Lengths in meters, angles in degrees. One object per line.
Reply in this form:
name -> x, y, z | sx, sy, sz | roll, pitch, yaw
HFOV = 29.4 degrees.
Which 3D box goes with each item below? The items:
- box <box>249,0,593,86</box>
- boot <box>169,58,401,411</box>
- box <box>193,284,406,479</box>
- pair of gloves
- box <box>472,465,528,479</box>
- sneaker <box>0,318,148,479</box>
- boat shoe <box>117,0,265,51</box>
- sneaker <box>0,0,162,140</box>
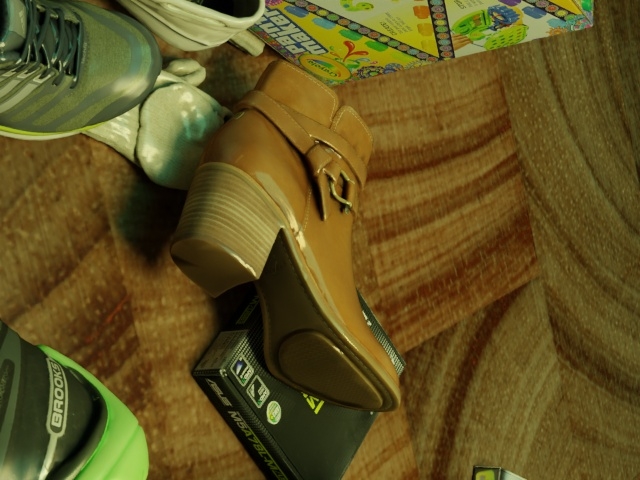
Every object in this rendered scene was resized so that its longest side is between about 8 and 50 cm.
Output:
box -> 0.082, -0.326, 1.088 | 0.177, 0.279, 0.290 | 31, 58, -51
boot -> 0.000, 0.000, 1.064 | 0.283, 0.109, 0.220 | 43, 49, -26
box -> -0.013, 0.119, 1.124 | 0.184, 0.045, 0.190 | 57, 47, -25
pair of gloves -> -0.120, -0.164, 1.032 | 0.204, 0.042, 0.240 | 33, 62, -44
box -> 0.201, 0.367, 1.361 | 0.114, 0.036, 0.207 | 31, 62, -44
sneaker -> -0.317, 0.206, 0.677 | 0.202, 0.185, 0.483 | 49, 47, 3
boat shoe -> -0.156, -0.234, 0.917 | 0.267, 0.088, 0.096 | 37, 65, -29
sneaker -> -0.220, -0.131, 0.830 | 0.300, 0.121, 0.111 | -4, 89, -47
